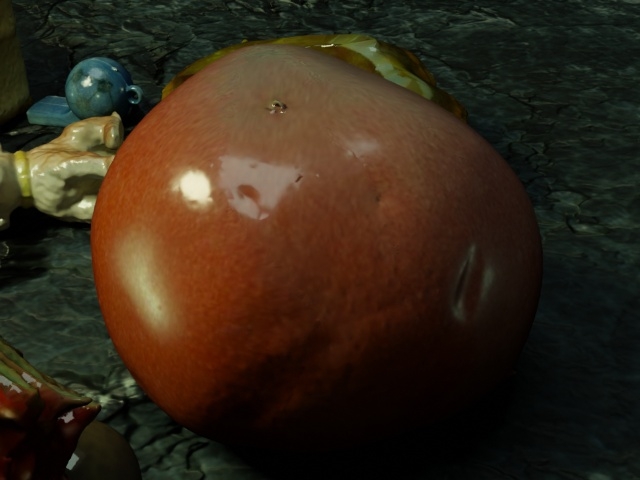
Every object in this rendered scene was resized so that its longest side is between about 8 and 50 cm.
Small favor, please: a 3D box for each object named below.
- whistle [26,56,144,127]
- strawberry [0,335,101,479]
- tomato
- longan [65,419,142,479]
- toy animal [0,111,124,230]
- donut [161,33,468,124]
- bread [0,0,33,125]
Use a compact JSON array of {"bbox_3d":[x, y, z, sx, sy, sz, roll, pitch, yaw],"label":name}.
[{"bbox_3d":[-0.281,-0.180,1.484,0.158,0.090,0.090,8,32,20],"label":"whistle"},{"bbox_3d":[-0.312,0.168,0.710,0.343,0.292,0.292,-55,43,-2],"label":"strawberry"},{"bbox_3d":[0.000,0.000,0.940,0.341,0.273,0.341,-4,29,2],"label":"tomato"},{"bbox_3d":[-0.178,0.172,0.846,0.113,0.092,0.113,3,41,-3],"label":"longan"},{"bbox_3d":[-0.294,-0.078,1.296,0.185,0.104,0.184,-12,32,-3],"label":"toy animal"},{"bbox_3d":[-0.001,-0.113,1.256,0.330,0.160,0.330,3,26,-1],"label":"donut"},{"bbox_3d":[-0.538,-0.215,1.456,0.279,0.207,0.279,14,34,29],"label":"bread"}]
